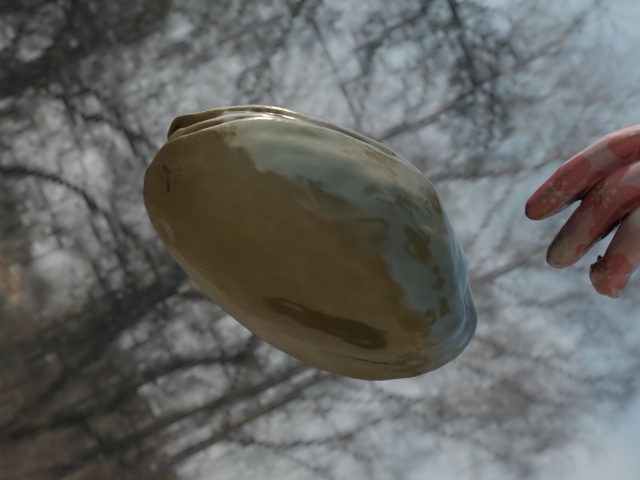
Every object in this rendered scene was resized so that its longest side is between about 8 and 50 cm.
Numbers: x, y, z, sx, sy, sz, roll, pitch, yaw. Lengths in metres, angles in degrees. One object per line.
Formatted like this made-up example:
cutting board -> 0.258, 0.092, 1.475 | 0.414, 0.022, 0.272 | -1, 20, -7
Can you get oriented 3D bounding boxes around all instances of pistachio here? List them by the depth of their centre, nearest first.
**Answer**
pistachio -> 0.000, 0.000, 1.338 | 0.293, 0.181, 0.162 | 31, 19, -12

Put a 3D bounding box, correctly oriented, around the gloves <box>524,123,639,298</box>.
gloves -> 0.268, -0.032, 1.222 | 0.126, 0.241, 0.145 | 78, 16, -63
